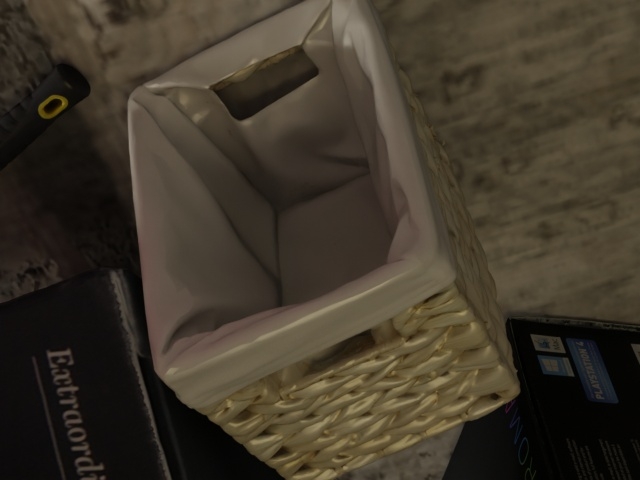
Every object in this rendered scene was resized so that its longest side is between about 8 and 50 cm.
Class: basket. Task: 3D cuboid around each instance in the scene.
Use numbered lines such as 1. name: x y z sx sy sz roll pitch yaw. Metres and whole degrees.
1. basket: 0.000 0.000 0.591 0.113 0.167 0.103 -25 133 12

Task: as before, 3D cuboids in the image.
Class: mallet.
1. mallet: -0.178 -0.015 0.639 0.062 0.039 0.190 31 115 -32

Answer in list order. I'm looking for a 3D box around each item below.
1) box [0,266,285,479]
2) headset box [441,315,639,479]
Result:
1. box: -0.187 0.228 0.631 0.395 0.293 0.212 -20 161 9
2. headset box: 0.133 0.224 0.740 0.131 0.246 0.283 6 129 -13
